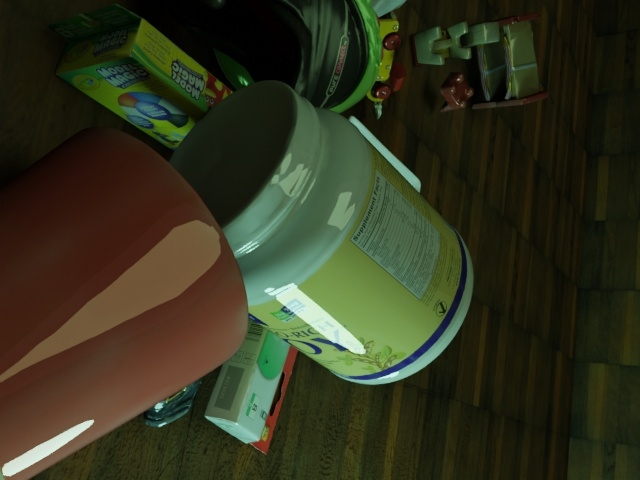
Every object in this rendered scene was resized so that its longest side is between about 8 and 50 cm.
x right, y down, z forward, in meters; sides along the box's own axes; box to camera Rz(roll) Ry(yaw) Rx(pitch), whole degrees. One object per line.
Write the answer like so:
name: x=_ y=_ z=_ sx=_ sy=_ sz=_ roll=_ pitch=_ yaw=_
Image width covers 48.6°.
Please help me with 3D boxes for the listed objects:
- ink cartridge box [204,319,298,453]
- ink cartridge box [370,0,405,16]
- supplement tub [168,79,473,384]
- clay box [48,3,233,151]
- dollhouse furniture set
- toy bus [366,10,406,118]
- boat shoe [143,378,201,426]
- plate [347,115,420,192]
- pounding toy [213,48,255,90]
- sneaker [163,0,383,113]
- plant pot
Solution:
ink cartridge box: x=-0.068 y=0.194 z=0.993 sx=0.225 sy=0.056 sz=0.181 roll=58 pitch=45 yaw=-56
ink cartridge box: x=0.046 y=-0.475 z=1.008 sx=0.270 sy=0.198 sz=0.197 roll=50 pitch=43 yaw=-1
supplement tub: x=0.000 y=0.000 z=0.817 sx=0.331 sy=0.241 sz=0.241 roll=39 pitch=58 yaw=-38
clay box: x=-0.193 y=-0.176 z=0.810 sx=0.222 sy=0.127 sz=0.053 roll=32 pitch=63 yaw=-49
dollhouse furniture set: x=0.340 y=-0.386 z=1.594 sx=0.374 sy=0.152 sz=0.201 roll=-20 pitch=106 yaw=-36
toy bus: x=0.065 y=-0.314 z=1.199 sx=0.104 sy=0.191 sz=0.202 roll=-5 pitch=93 yaw=-11
boat shoe: x=-0.168 y=0.154 z=0.901 sx=0.183 sy=0.065 sz=0.083 roll=-39 pitch=138 yaw=-54
plate: x=0.084 y=-0.038 z=1.270 sx=0.277 sy=0.045 sz=0.278 roll=34 pitch=62 yaw=-50
pounding toy: x=-0.043 y=-0.291 z=1.042 sx=0.237 sy=0.110 sz=0.183 roll=30 pitch=65 yaw=-50
sneaker: x=-0.105 y=-0.355 z=0.828 sx=0.202 sy=0.185 sz=0.483 roll=-38 pitch=98 yaw=-33
plant pot: x=-0.241 y=0.071 z=0.642 sx=0.243 sy=0.275 sz=0.275 roll=-40 pitch=121 yaw=-37
